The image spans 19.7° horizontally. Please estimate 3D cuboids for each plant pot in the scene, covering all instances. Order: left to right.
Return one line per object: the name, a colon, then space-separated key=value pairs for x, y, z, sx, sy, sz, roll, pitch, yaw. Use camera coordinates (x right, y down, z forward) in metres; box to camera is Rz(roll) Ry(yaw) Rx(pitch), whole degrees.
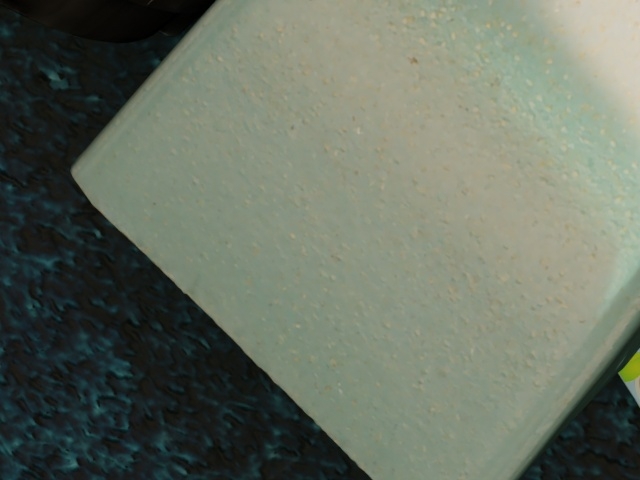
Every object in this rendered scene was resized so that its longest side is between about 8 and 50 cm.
plant pot: x=0.090 y=-0.067 z=0.845 sx=0.248 sy=0.247 sz=0.252 roll=44 pitch=124 yaw=8

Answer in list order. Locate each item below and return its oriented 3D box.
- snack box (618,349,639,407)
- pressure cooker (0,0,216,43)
snack box: x=0.209 y=-0.025 z=1.026 sx=0.174 sy=0.070 sz=0.207 roll=-29 pitch=101 yaw=19
pressure cooker: x=-0.098 y=-0.295 z=0.835 sx=0.420 sy=0.375 sz=0.370 roll=-38 pitch=84 yaw=20
